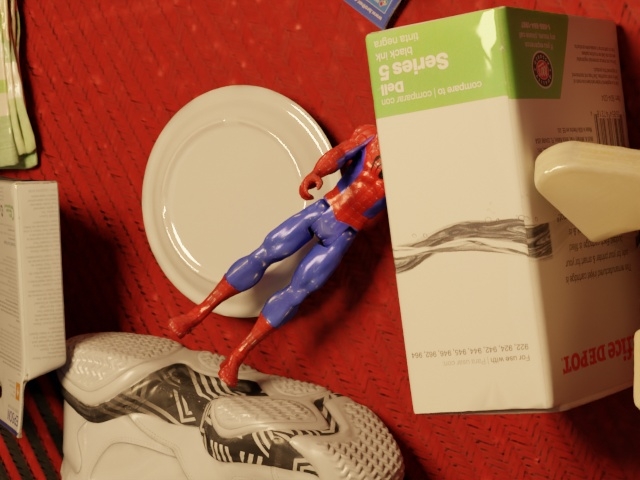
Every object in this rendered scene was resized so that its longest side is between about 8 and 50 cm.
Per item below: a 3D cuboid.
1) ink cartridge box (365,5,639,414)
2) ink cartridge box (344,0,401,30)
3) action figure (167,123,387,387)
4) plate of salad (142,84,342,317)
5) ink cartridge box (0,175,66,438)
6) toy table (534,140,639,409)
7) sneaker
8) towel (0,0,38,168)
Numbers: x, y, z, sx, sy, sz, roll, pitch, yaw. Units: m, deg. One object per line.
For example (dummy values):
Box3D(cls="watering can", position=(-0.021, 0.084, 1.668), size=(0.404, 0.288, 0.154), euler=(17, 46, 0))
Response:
Box3D(cls="ink cartridge box", position=(0.143, -0.021, 1.130), size=(0.115, 0.198, 0.272), euler=(-7, 90, 33))
Box3D(cls="ink cartridge box", position=(0.035, -0.339, 1.228), size=(0.186, 0.065, 0.311), euler=(40, 126, 24))
Box3D(cls="action figure", position=(0.000, 0.000, 1.235), size=(0.091, 0.139, 0.280), euler=(44, 95, -4))
Box3D(cls="plate of salad", position=(-0.065, -0.034, 1.350), size=(0.200, 0.048, 0.199), euler=(1, 93, 28))
Box3D(cls="ink cartridge box", position=(-0.281, 0.053, 1.436), size=(0.223, 0.045, 0.223), euler=(-170, 79, -66))
Box3D(cls="toy table", position=(0.277, -0.009, 1.031), size=(0.161, 0.252, 0.274), euler=(-30, 111, 33))
Box3D(cls="sneaker", position=(-0.091, 0.217, 1.341), size=(0.366, 0.137, 0.210), euler=(16, 103, 36))
Box3D(cls="towel", position=(-0.385, -0.226, 1.552), size=(0.248, 0.038, 0.324), euler=(-2, 94, 34))
